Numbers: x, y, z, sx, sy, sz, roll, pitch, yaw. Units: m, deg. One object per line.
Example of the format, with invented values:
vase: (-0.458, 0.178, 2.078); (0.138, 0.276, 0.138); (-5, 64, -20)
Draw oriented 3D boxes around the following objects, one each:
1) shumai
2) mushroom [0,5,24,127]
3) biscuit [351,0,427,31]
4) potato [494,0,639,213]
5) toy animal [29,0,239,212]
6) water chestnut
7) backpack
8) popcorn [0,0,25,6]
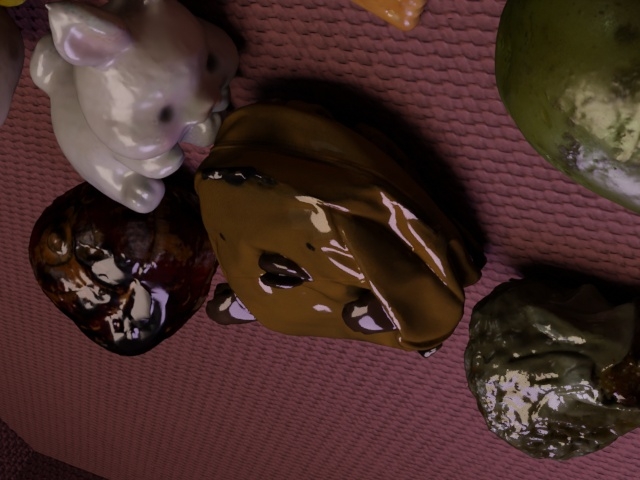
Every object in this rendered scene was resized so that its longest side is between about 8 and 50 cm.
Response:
shumai: (0.306, 0.155, 1.524); (0.256, 0.189, 0.218); (36, 157, -19)
mushroom: (-0.529, -0.250, 1.586); (0.353, 0.325, 0.353); (31, 152, 19)
biscuit: (-0.002, -0.299, 1.241); (0.249, 0.030, 0.160); (31, 155, 4)
potato: (0.282, -0.118, 1.045); (0.304, 0.216, 0.216); (36, 155, -1)
toy animal: (-0.224, -0.202, 1.485); (0.241, 0.196, 0.367); (34, 157, 0)
water chestnut: (-0.273, 0.018, 1.892); (0.289, 0.244, 0.289); (6, 127, 8)
backpack: (0.001, -0.005, 1.570); (0.353, 0.201, 0.378); (1, 143, 42)
popcorn: (-0.374, -0.361, 1.342); (0.286, 0.215, 0.252); (-25, 119, 40)
